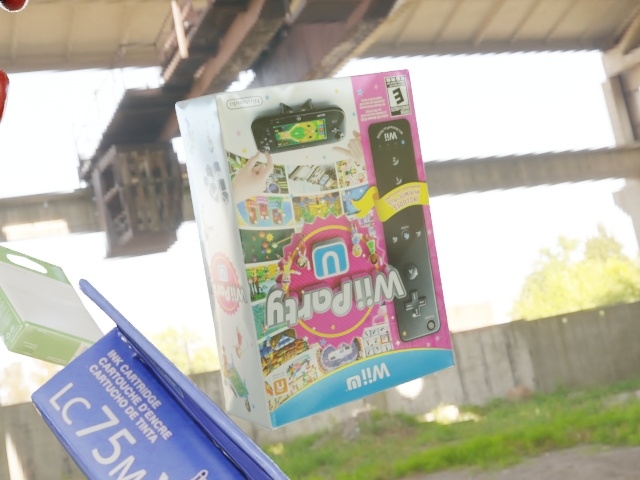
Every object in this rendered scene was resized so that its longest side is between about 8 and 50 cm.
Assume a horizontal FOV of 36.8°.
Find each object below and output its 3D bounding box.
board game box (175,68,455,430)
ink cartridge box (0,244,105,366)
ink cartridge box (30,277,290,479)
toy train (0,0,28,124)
[{"bbox_3d":[0.000,0.000,0.931,0.224,0.303,0.097,-14,9,-32],"label":"board game box"},{"bbox_3d":[-0.430,0.100,1.463,0.171,0.235,0.056,27,-79,-48],"label":"ink cartridge box"},{"bbox_3d":[-0.043,0.162,0.489,0.065,0.186,0.311,-39,-28,-20],"label":"ink cartridge box"},{"bbox_3d":[-0.230,-0.197,0.601,0.105,0.248,0.143,11,-13,-18],"label":"toy train"}]
